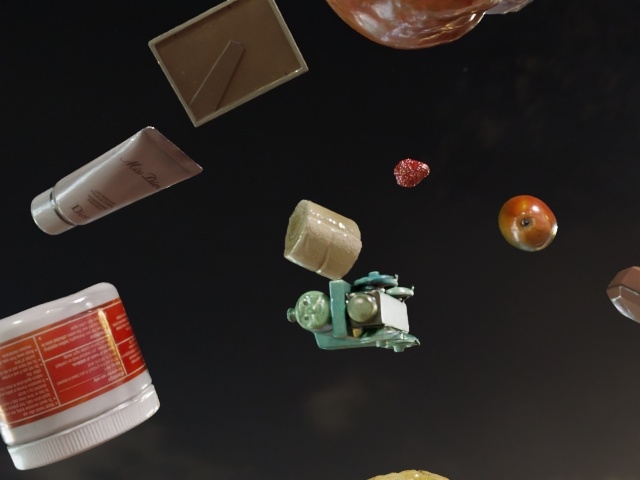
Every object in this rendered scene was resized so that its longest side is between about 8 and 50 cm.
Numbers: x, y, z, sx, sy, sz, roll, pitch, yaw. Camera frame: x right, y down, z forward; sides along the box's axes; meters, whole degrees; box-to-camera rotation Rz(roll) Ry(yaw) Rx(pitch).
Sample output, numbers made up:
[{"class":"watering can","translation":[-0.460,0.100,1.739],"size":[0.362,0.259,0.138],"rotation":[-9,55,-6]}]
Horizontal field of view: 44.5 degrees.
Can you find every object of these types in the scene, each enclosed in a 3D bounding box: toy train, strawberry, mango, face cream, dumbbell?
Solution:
[{"class":"toy train","translation":[0.057,0.130,1.333],"size":[0.194,0.119,0.298],"rotation":[-7,-13,14]},{"class":"strawberry","translation":[0.220,-0.166,1.868],"size":[0.073,0.073,0.083],"rotation":[13,-25,-40]},{"class":"mango","translation":[0.519,-0.044,2.000],"size":[0.129,0.146,0.289],"rotation":[-42,4,1]},{"class":"face cream","translation":[-0.375,-0.103,1.391],"size":[0.315,0.089,0.143],"rotation":[-24,-40,21]},{"class":"dumbbell","translation":[0.511,0.015,1.134],"size":[0.231,0.082,0.092],"rotation":[-50,-64,-13]},{"class":"face cream","translation":[-0.339,0.174,1.039],"size":[0.201,0.187,0.201],"rotation":[-21,2,1]}]

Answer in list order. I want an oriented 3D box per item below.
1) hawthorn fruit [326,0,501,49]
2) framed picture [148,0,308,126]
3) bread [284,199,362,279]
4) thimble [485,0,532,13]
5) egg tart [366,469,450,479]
[{"class":"hawthorn fruit","translation":[0.061,-0.298,0.661],"size":[0.261,0.224,0.224],"rotation":[41,-56,-5]},{"class":"framed picture","translation":[-0.141,-0.283,1.201],"size":[0.203,0.015,0.150],"rotation":[-25,-71,11]},{"class":"bread","translation":[0.000,0.000,1.710],"size":[0.141,0.148,0.134],"rotation":[25,-72,-18]},{"class":"thimble","translation":[0.258,-0.397,1.058],"size":[0.151,0.127,0.118],"rotation":[-55,-10,-19]},{"class":"egg tart","translation":[0.059,0.211,0.511],"size":[0.129,0.128,0.049],"rotation":[-12,-56,-12]}]
